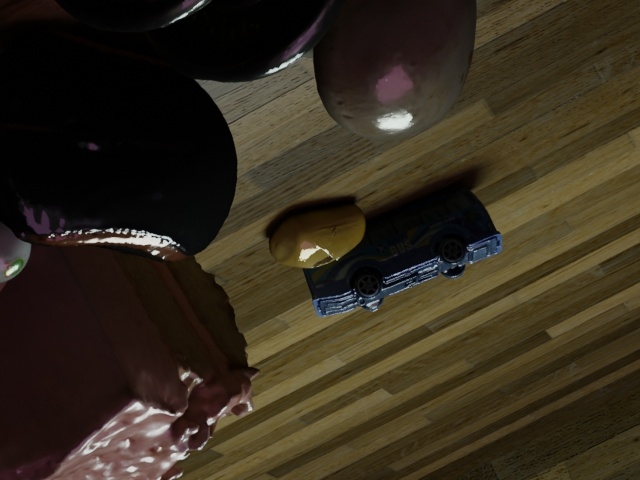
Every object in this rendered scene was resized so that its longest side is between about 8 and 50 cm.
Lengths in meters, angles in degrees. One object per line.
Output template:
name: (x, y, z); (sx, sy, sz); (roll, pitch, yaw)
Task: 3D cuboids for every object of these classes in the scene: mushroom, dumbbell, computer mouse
mushroom: (0.033, -0.186, 1.644); (0.204, 0.204, 0.204); (-21, 159, -9)
dumbbell: (-0.091, -0.221, 1.388); (0.192, 0.192, 0.290); (-32, 158, 19)
computer mouse: (-0.171, -0.077, 1.663); (0.116, 0.183, 0.323); (-5, 172, 33)

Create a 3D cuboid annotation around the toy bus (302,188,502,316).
toy bus: (0.094, 0.015, 2.285); (0.236, 0.094, 0.079); (-22, 165, -2)

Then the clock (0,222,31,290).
clock: (-0.327, -0.007, 1.686); (0.092, 0.162, 0.166); (-2, 149, -40)

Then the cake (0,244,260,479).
cake: (-0.263, 0.135, 1.921); (0.314, 0.293, 0.307); (-36, 159, 13)

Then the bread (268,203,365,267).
bread: (0.000, 0.000, 2.197); (0.115, 0.056, 0.082); (-7, 154, -37)
